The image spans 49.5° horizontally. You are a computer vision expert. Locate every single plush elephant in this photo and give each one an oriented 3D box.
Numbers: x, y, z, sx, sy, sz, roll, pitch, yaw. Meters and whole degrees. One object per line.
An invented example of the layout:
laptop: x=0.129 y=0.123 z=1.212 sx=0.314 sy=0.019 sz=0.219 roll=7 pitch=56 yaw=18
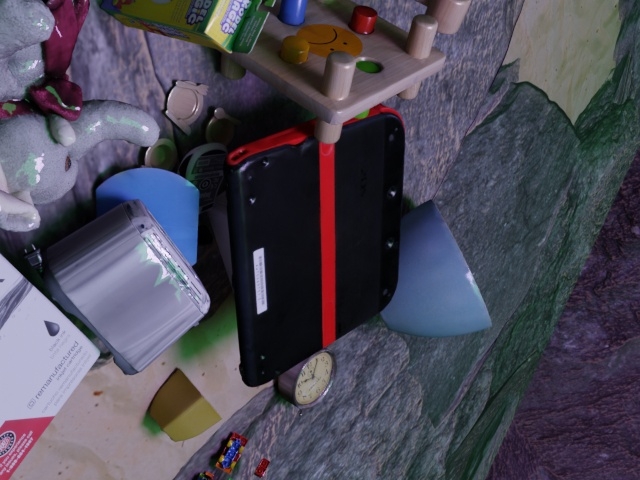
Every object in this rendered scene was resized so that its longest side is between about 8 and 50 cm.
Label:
plush elephant: x=-0.280 y=-0.147 z=0.670 sx=0.330 sy=0.272 sz=0.255 roll=-25 pitch=119 yaw=-7

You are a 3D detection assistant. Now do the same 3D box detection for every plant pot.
plant pot: x=0.203 y=0.085 z=1.450 sx=0.196 sy=0.290 sz=0.290 roll=-25 pitch=140 yaw=6
plant pot: x=-0.226 y=0.277 z=1.130 sx=0.083 sy=0.081 sz=0.081 roll=-41 pitch=139 yaw=-16

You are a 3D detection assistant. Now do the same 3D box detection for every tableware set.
tableware set: x=-0.185 y=-0.138 z=0.995 sx=0.141 sy=0.020 sz=0.168 roll=27 pitch=88 yaw=-55

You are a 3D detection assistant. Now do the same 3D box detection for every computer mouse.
computer mouse: x=-0.182 y=-0.066 z=0.998 sx=0.106 sy=0.042 sz=0.193 roll=-12 pitch=136 yaw=-43

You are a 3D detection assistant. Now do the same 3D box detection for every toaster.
toaster: x=-0.247 y=0.050 z=0.888 sx=0.146 sy=0.129 sz=0.227 roll=-36 pitch=121 yaw=-8

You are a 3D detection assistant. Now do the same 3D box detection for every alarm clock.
alarm clock: x=-0.032 y=0.253 z=1.378 sx=0.129 sy=0.064 sz=0.192 roll=-43 pitch=141 yaw=-29

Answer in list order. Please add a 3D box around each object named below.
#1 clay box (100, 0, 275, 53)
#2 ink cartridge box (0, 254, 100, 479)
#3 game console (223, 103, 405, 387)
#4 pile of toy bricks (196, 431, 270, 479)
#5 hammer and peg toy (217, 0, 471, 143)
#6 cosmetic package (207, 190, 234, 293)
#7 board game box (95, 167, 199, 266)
clay box: x=-0.143 y=-0.293 z=0.787 sx=0.053 sy=0.222 sz=0.127 roll=26 pitch=88 yaw=-55
ink cartridge box: x=-0.401 y=0.118 z=0.756 sx=0.197 sy=0.114 sz=0.272 roll=-59 pitch=144 yaw=-28
game console: x=0.000 y=0.000 z=1.059 sx=0.342 sy=0.060 sz=0.386 roll=-25 pitch=127 yaw=-36
pile of toy bricks: x=-0.180 y=0.478 z=1.296 sx=0.212 sy=0.118 sz=0.105 roll=-60 pitch=177 yaw=-25
hammer and peg toy: x=0.039 y=-0.298 z=1.013 sx=0.361 sy=0.266 sz=0.127 roll=-35 pitch=152 yaw=-38
cosmetic package: x=-0.042 y=-0.012 z=1.150 sx=0.225 sy=0.138 sz=0.224 roll=-39 pitch=136 yaw=-31
board game box: x=-0.235 y=-0.027 z=0.950 sx=0.133 sy=0.033 sz=0.168 roll=2 pitch=118 yaw=-10
